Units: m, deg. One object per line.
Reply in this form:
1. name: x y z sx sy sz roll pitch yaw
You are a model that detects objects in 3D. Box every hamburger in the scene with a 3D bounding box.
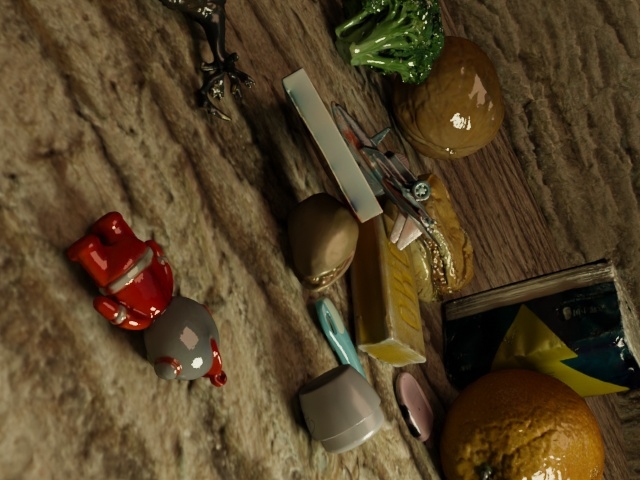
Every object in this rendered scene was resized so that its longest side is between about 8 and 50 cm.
1. hamburger: 0.245 -0.002 1.675 0.283 0.144 0.259 62 23 -7

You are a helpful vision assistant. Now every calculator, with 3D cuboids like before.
1. calculator: 0.192 0.337 1.464 0.166 0.024 0.103 62 27 -14

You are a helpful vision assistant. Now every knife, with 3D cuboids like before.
1. knife: 0.039 0.194 1.264 0.222 0.031 0.064 66 22 -16

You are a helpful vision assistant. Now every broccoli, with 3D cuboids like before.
1. broccoli: 0.151 -0.515 1.762 0.308 0.275 0.308 51 -20 26

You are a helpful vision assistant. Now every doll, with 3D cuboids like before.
1. doll: -0.187 0.080 0.856 0.245 0.076 0.142 55 30 -20

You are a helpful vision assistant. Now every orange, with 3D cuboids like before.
1. orange: 0.399 0.423 1.494 0.357 0.322 0.322 -5 77 -52

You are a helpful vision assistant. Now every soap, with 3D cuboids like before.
1. soap: 0.126 0.095 1.435 0.173 0.089 0.274 37 42 -51

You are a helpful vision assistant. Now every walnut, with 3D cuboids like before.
1. walnut: 0.334 -0.375 1.939 0.333 0.332 0.333 42 37 -44

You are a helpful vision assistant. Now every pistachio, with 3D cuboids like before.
1. pistachio: 0.000 0.000 1.234 0.124 0.124 0.185 51 36 -34

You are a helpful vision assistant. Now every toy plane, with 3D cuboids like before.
1. toy plane: 0.122 -0.125 1.351 0.326 0.104 0.223 61 -1 -17

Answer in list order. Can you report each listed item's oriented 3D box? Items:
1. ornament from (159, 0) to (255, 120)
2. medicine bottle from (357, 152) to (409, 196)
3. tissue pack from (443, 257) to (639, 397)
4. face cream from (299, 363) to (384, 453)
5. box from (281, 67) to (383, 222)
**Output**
1. ornament: -0.182 -0.306 1.125 0.202 0.080 0.236 9 65 -65
2. medicine bottle: 0.141 -0.150 1.639 0.203 0.083 0.084 -27 96 -64
3. tissue pack: 0.525 0.236 1.749 0.264 0.416 0.253 46 37 -43
4. face cream: 0.031 0.253 1.108 0.104 0.117 0.117 60 27 -2
5. box: 0.017 -0.156 1.288 0.265 0.048 0.273 61 2 -2
